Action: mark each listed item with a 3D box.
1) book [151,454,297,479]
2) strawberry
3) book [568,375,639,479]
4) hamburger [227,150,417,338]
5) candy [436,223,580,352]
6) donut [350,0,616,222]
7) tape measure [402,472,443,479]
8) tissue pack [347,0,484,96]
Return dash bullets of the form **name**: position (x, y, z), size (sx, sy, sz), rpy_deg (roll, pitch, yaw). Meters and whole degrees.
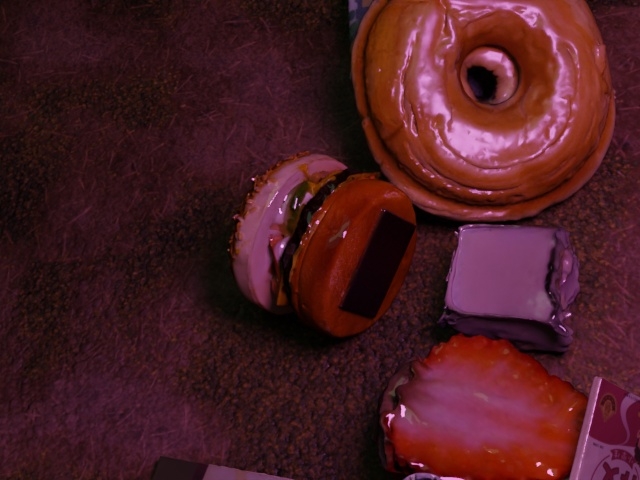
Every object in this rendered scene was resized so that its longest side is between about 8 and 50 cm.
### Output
- **book**: position (-0.140, 0.432, 1.879), size (0.289, 0.026, 0.201), rpy_deg (8, 61, 21)
- **strawberry**: position (0.241, 0.283, 1.798), size (0.336, 0.149, 0.265), rpy_deg (13, 50, 12)
- **book**: position (0.390, 0.314, 1.691), size (0.022, 0.162, 0.232), rpy_deg (-3, 65, 52)
- **hamburger**: position (0.000, 0.000, 1.970), size (0.225, 0.291, 0.291), rpy_deg (25, 68, 31)
- **candy**: position (0.287, 0.077, 1.912), size (0.195, 0.137, 0.185), rpy_deg (1, 58, 19)
- **donut**: position (0.262, -0.247, 2.015), size (0.449, 0.198, 0.449), rpy_deg (0, 86, -4)
- **tape measure**: position (0.145, 0.459, 1.646), size (0.259, 0.138, 0.262), rpy_deg (44, 102, -4)
- **tissue pack**: position (0.168, -0.387, 2.257), size (0.228, 0.128, 0.311), rpy_deg (-7, 56, 11)
